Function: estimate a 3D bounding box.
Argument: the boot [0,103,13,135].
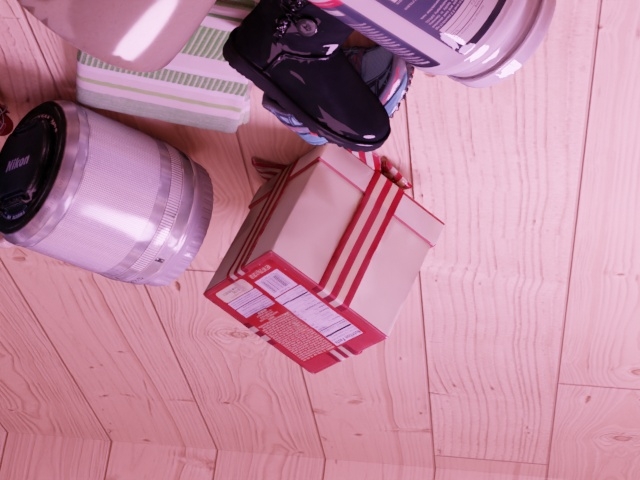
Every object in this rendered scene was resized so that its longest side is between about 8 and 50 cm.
[{"bbox_3d":[-0.479,-0.208,2.254,0.176,0.088,0.244,26,157,-34],"label":"boot"}]

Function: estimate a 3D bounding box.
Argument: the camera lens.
[{"bbox_3d":[-0.322,-0.067,2.334,0.274,0.219,0.219,22,151,-35],"label":"camera lens"}]

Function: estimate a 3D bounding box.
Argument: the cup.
[{"bbox_3d":[-0.189,-0.371,1.632,0.237,0.331,0.331,-38,134,24],"label":"cup"}]

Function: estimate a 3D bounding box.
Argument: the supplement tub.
[{"bbox_3d":[0.110,-0.301,1.779,0.272,0.191,0.191,27,148,-34],"label":"supplement tub"}]

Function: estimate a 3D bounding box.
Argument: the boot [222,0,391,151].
[{"bbox_3d":[0.021,-0.237,1.956,0.246,0.094,0.207,35,135,-8],"label":"boot"}]

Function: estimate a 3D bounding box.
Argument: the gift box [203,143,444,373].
[{"bbox_3d":[0.000,0.000,2.367,0.276,0.258,0.255,41,145,-18],"label":"gift box"}]

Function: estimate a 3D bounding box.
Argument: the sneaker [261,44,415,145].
[{"bbox_3d":[0.017,-0.202,2.110,0.125,0.104,0.262,26,148,-29],"label":"sneaker"}]

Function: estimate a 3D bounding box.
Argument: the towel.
[{"bbox_3d":[-0.201,-0.249,2.151,0.248,0.038,0.325,10,155,-5],"label":"towel"}]

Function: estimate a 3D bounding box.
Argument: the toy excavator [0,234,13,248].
[{"bbox_3d":[-0.562,-0.063,2.306,0.222,0.445,0.433,2,132,15],"label":"toy excavator"}]
